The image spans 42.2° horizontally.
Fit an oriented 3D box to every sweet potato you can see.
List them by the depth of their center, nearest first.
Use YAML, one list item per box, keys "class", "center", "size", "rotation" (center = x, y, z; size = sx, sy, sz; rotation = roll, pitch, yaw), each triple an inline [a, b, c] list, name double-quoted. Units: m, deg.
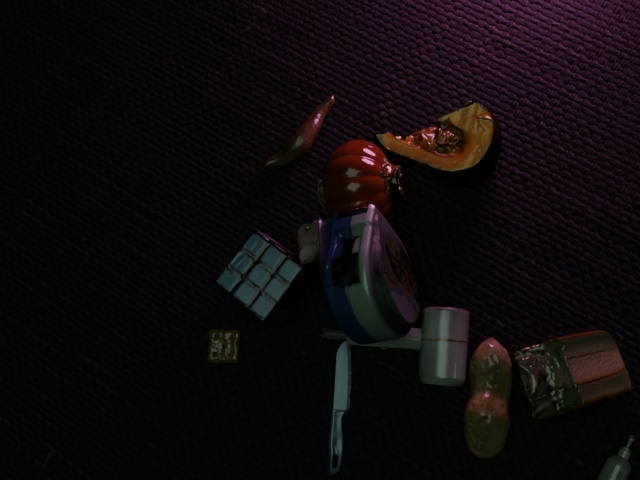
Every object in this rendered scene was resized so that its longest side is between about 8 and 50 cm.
- class: "sweet potato"
  center: [-0.037, -0.258, 2.045]
  size: [0.249, 0.059, 0.069]
  rotation: [-50, 37, -1]

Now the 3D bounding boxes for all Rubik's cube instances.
- class: "Rubik's cube"
  center: [-0.126, 0.089, 1.952]
  size: [0.162, 0.163, 0.160]
  rotation: [37, 90, 12]

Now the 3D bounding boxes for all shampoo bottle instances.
- class: "shampoo bottle"
  center: [0.622, 0.503, 1.763]
  size: [0.056, 0.056, 0.195]
  rotation: [27, 86, 16]

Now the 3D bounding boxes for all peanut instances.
- class: "peanut"
  center: [0.370, 0.345, 1.820]
  size: [0.101, 0.117, 0.263]
  rotation: [8, 79, 5]

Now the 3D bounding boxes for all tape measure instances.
- class: "tape measure"
  center: [0.111, 0.087, 1.793]
  size: [0.138, 0.259, 0.262]
  rotation: [-20, 45, 24]

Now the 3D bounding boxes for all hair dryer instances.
- class: "hair dryer"
  center: [0.160, 0.235, 1.907]
  size: [0.357, 0.107, 0.173]
  rotation: [2, 78, 22]

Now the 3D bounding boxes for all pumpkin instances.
- class: "pumpkin"
  center: [0.283, -0.245, 1.930]
  size: [0.280, 0.139, 0.190]
  rotation: [26, 89, 13]

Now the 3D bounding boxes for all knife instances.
- class: "knife"
  center: [0.047, 0.386, 1.935]
  size: [0.044, 0.019, 0.313]
  rotation: [3, 80, 5]

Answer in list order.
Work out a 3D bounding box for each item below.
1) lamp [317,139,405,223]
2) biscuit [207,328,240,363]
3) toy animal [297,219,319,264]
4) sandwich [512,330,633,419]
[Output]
- class: "lamp"
  center: [0.094, -0.121, 1.908]
  size: [0.196, 0.223, 0.223]
  rotation: [-10, 78, 22]
- class: "biscuit"
  center: [-0.235, 0.257, 2.019]
  size: [0.081, 0.018, 0.083]
  rotation: [1, 80, 14]
- class: "toy animal"
  center: [-0.001, -0.002, 1.916]
  size: [0.124, 0.212, 0.124]
  rotation: [-1, 85, 7]
- class: "sandwich"
  center: [0.535, 0.279, 1.747]
  size: [0.227, 0.198, 0.155]
  rotation: [-19, 76, 9]
